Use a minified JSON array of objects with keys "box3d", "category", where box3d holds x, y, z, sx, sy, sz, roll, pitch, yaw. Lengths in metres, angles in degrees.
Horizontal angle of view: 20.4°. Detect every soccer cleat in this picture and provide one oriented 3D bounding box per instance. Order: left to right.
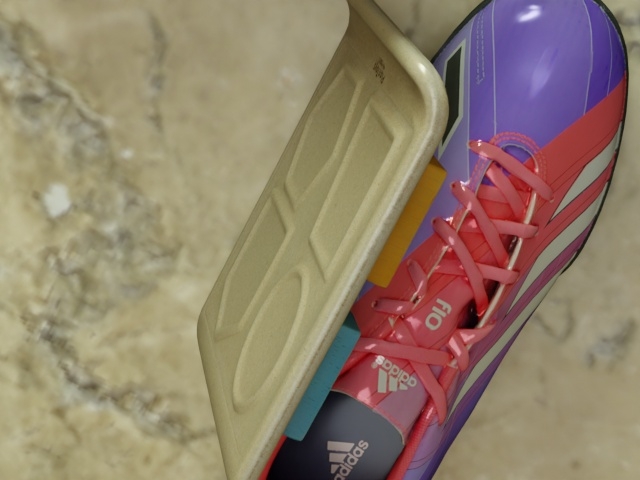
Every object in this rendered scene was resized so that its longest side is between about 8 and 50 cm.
[{"box3d":[0.051,0.029,0.826,0.109,0.116,0.318,29,103,-1],"category":"soccer cleat"}]

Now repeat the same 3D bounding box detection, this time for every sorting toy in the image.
[{"box3d":[0.000,0.000,0.794,0.038,0.193,0.208,20,104,-14],"category":"sorting toy"}]
